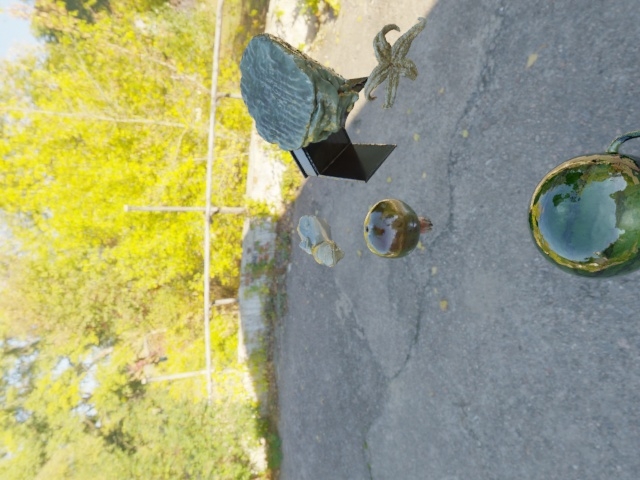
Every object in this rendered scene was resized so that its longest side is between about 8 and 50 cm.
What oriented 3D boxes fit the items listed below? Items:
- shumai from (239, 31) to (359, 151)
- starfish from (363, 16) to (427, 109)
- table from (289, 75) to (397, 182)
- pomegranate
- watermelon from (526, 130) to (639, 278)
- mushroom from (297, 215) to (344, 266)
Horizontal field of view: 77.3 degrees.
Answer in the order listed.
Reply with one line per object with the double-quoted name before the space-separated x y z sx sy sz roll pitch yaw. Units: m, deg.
"shumai" -0.026 -0.244 0.625 0.184 0.142 0.184 27 141 24
"starfish" 0.172 -0.403 0.912 0.209 0.150 0.053 -53 41 28
"table" 0.043 -0.336 1.249 0.282 0.196 0.250 17 147 45
"pomegranate" 0.232 -0.033 1.178 0.180 0.210 0.180 177 90 -72
"watermelon" 0.413 -0.050 0.596 0.188 0.188 0.214 -163 74 -66
"mushroom" 0.000 0.002 1.077 0.278 0.099 0.096 -119 29 -63
